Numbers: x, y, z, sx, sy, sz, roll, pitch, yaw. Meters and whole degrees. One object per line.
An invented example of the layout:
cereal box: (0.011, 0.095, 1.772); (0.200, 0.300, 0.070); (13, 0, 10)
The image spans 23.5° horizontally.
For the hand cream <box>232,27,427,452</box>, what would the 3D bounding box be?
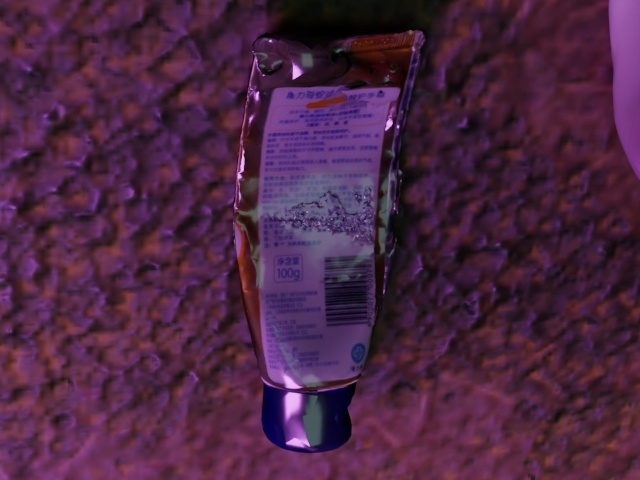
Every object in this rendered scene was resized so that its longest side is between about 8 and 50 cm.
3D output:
hand cream: (0.000, 0.000, 0.551); (0.062, 0.039, 0.163); (-1, 116, -13)

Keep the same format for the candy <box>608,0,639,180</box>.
candy: (0.295, -0.046, 0.503); (0.359, 0.208, 0.145); (-4, 129, -15)
